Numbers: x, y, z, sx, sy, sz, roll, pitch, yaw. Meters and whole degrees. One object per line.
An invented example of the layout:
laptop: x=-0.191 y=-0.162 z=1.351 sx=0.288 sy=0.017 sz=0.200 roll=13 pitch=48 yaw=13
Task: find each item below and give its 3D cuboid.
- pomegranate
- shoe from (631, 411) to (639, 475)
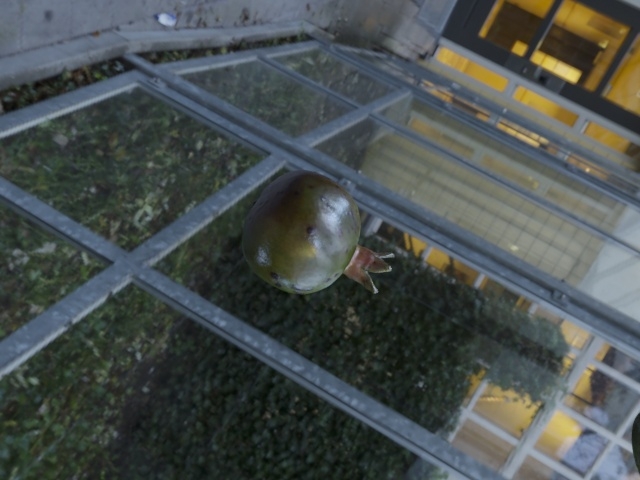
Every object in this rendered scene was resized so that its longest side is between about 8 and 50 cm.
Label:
pomegranate: x=-0.020 y=0.003 z=1.453 sx=0.290 sy=0.323 sz=0.291 roll=-34 pitch=-149 yaw=24
shoe: x=0.544 y=0.353 z=0.868 sx=0.159 sy=0.317 sz=0.124 roll=-20 pitch=-178 yaw=-8
